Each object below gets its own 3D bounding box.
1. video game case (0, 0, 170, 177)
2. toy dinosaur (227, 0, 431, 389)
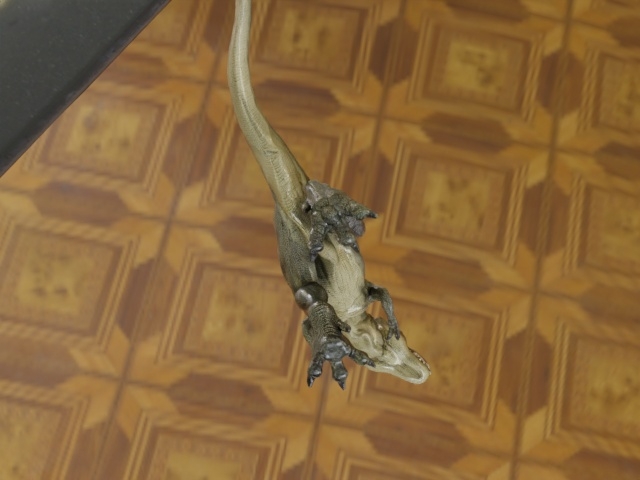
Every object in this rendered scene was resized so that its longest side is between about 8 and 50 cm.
[{"bbox_3d":[-0.015,-0.147,0.416,0.035,0.275,0.248,40,23,-19],"label":"video game case"},{"bbox_3d":[0.000,0.000,0.793,0.064,0.268,0.118,-21,31,1],"label":"toy dinosaur"}]
